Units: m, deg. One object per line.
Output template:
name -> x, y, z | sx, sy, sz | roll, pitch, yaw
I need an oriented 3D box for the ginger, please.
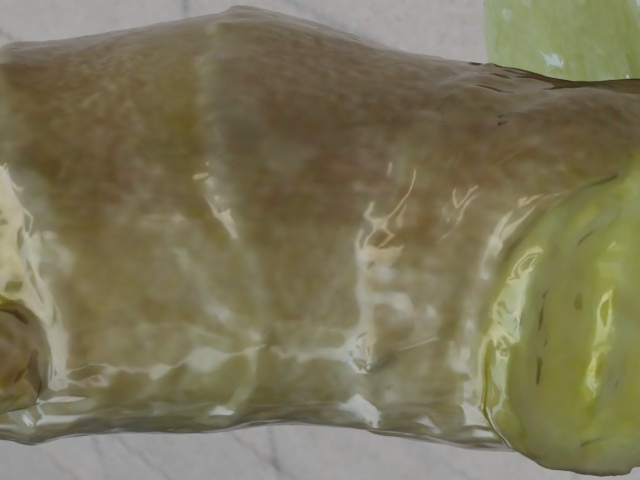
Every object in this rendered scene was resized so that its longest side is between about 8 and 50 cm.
ginger -> 0.000, 0.000, 0.470 | 0.354, 0.190, 0.126 | 8, 118, 4

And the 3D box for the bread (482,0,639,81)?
bread -> 0.227, -0.078, 0.648 | 0.320, 0.237, 0.320 | 23, 129, 33
